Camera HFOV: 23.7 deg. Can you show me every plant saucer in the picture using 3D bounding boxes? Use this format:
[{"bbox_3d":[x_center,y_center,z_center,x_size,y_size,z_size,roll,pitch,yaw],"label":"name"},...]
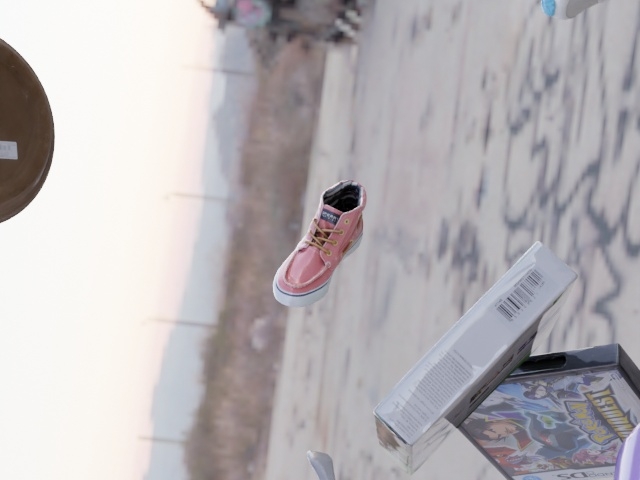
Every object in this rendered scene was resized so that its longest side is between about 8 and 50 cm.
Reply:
[{"bbox_3d":[-0.454,-0.153,1.947,0.041,0.277,0.278,-16,62,48],"label":"plant saucer"}]

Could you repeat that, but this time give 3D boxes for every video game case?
[{"bbox_3d":[0.292,0.218,1.843,0.275,0.248,0.035,47,-137,-43],"label":"video game case"}]

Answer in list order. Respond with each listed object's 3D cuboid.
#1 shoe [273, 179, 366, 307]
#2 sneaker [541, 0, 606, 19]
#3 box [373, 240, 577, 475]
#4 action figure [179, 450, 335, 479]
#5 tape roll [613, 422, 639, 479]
[{"bbox_3d":[0.000,0.000,1.769,0.178,0.063,0.081,-48,-27,-48],"label":"shoe"},{"bbox_3d":[0.300,-0.265,1.395,0.092,0.228,0.087,49,163,23],"label":"sneaker"},{"bbox_3d":[0.154,0.133,1.584,0.232,0.058,0.322,-44,-13,-8],"label":"box"},{"bbox_3d":[-0.118,0.419,1.692,0.341,0.178,0.330,-17,-55,-48],"label":"action figure"},{"bbox_3d":[0.264,0.178,0.902,0.189,0.189,0.080,98,-171,-48],"label":"tape roll"}]
